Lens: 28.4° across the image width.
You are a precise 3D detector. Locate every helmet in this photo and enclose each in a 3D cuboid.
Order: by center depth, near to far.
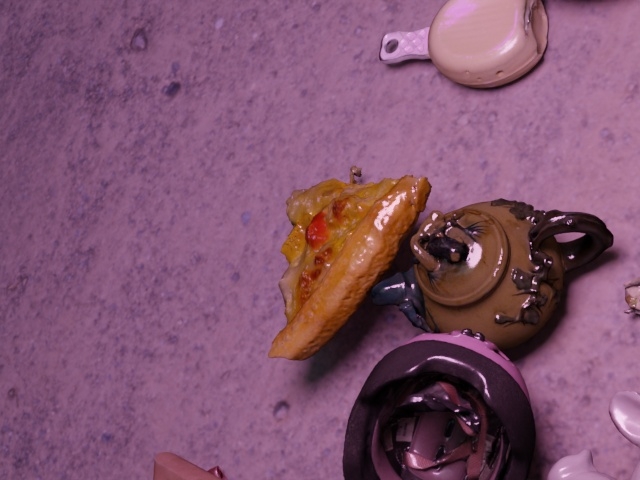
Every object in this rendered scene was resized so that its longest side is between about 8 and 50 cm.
[{"bbox_3d":[0.136,0.201,1.363,0.198,0.253,0.154,18,45,14],"label":"helmet"}]

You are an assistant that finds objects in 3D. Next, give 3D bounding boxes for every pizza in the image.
[{"bbox_3d":[0.000,0.000,1.548,0.280,0.075,0.287,-57,26,7],"label":"pizza"}]

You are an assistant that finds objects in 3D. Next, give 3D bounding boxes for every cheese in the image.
[{"bbox_3d":[0.171,-0.252,1.581,0.227,0.064,0.137,-2,68,34],"label":"cheese"}]

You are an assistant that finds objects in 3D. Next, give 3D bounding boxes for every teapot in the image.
[{"bbox_3d":[0.182,0.026,1.389,0.269,0.182,0.173,-22,60,27],"label":"teapot"}]

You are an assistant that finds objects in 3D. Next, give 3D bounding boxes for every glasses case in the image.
[{"bbox_3d":[-0.123,0.340,1.570,0.193,0.070,0.102,20,112,37],"label":"glasses case"}]

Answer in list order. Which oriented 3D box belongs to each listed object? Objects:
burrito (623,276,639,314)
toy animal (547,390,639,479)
[{"bbox_3d":[0.404,0.052,1.313,0.186,0.041,0.045,-3,112,34],"label":"burrito"},{"bbox_3d":[0.313,0.253,1.243,0.193,0.127,0.178,-46,51,15],"label":"toy animal"}]
